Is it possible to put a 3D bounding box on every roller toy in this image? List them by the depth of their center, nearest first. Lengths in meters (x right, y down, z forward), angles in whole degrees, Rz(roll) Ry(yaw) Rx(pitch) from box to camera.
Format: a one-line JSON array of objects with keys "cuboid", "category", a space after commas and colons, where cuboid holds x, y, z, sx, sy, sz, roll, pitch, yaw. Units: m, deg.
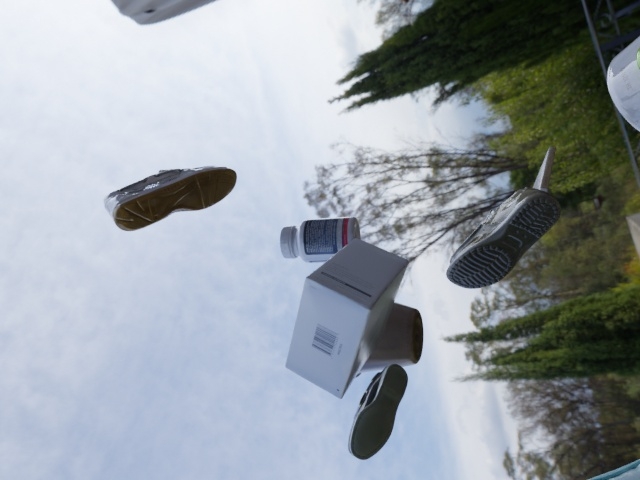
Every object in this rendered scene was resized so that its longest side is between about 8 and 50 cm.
[{"cuboid": [0.589, -0.262, 0.706, 0.209, 0.146, 0.191, 35, -117, -2], "category": "roller toy"}]

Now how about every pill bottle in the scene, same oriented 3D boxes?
[{"cuboid": [0.000, 0.000, 1.037, 0.108, 0.180, 0.107, -2, -90, -75], "category": "pill bottle"}]

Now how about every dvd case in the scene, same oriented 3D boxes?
[{"cuboid": [0.461, -0.084, 0.933, 0.221, 0.018, 0.164, -51, -27, -44], "category": "dvd case"}]

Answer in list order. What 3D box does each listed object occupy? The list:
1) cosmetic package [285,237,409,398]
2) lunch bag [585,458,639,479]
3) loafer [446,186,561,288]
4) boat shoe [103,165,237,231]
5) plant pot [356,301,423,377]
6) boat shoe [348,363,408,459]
[{"cuboid": [0.056, 0.147, 0.883, 0.225, 0.138, 0.223, -33, -37, -55], "category": "cosmetic package"}, {"cuboid": [0.362, 0.296, 0.392, 0.224, 0.280, 0.107, -126, 17, -76], "category": "lunch bag"}, {"cuboid": [0.199, -0.001, 0.481, 0.056, 0.148, 0.050, 36, -144, -7], "category": "loafer"}, {"cuboid": [-0.307, -0.111, 0.898, 0.277, 0.096, 0.098, -24, -39, -38], "category": "boat shoe"}, {"cuboid": [0.159, 0.256, 1.207, 0.263, 0.230, 0.262, 12, -103, -64], "category": "plant pot"}, {"cuboid": [0.122, 0.379, 0.956, 0.081, 0.068, 0.227, 41, -127, 0], "category": "boat shoe"}]
